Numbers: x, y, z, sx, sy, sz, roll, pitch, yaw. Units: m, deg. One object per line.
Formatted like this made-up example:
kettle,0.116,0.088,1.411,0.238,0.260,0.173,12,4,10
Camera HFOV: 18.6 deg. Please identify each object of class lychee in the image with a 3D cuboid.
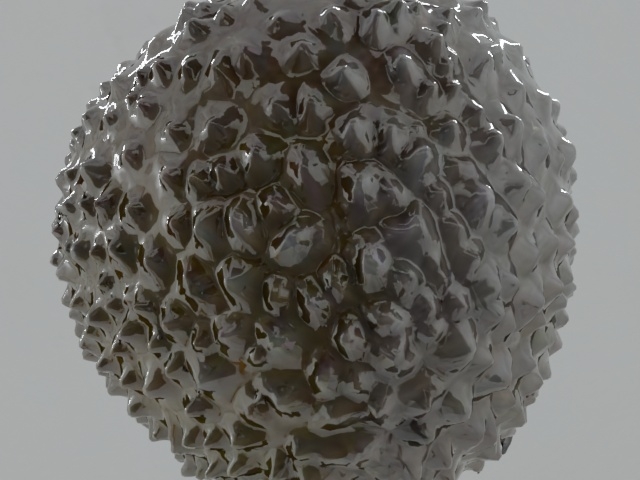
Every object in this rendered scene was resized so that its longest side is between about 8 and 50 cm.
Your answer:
lychee,0.000,0.000,1.340,0.380,0.432,0.380,-3,-58,-5
